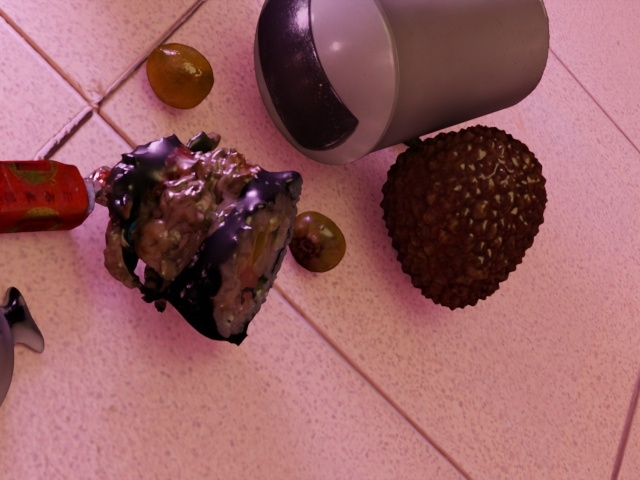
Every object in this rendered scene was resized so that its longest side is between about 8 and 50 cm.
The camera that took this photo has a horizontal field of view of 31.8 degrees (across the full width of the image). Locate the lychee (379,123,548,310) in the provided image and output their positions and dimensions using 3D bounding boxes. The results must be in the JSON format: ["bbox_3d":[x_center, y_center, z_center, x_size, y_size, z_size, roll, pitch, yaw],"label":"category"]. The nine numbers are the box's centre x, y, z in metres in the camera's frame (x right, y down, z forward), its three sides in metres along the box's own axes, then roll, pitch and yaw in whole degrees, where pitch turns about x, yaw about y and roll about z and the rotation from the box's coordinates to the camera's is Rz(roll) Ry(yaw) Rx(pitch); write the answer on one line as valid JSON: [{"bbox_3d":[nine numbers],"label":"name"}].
[{"bbox_3d":[0.207,-0.030,1.648,0.271,0.271,0.271,22,53,-33],"label":"lychee"}]

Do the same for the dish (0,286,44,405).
[{"bbox_3d":[-0.380,0.100,1.140,0.246,0.078,0.224,-21,80,-47],"label":"dish"}]

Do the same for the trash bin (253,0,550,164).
[{"bbox_3d":[0.110,-0.276,1.640,0.432,0.280,0.280,-18,79,-40],"label":"trash bin"}]

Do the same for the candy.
[{"bbox_3d":[-0.344,-0.050,1.276,0.292,0.059,0.086,-4,73,-43],"label":"candy"}]

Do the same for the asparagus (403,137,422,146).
[{"bbox_3d":[0.120,-0.184,1.811,0.108,0.021,0.025,34,43,-23],"label":"asparagus"}]

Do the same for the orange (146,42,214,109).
[{"bbox_3d":[-0.189,-0.223,1.504,0.095,0.085,0.085,45,44,-16],"label":"orange"}]

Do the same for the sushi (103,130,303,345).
[{"bbox_3d":[-0.151,-0.012,1.336,0.219,0.225,0.238,22,7,3],"label":"sushi"}]

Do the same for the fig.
[{"bbox_3d":[0.000,0.000,1.559,0.084,0.082,0.098,27,21,17],"label":"fig"}]
